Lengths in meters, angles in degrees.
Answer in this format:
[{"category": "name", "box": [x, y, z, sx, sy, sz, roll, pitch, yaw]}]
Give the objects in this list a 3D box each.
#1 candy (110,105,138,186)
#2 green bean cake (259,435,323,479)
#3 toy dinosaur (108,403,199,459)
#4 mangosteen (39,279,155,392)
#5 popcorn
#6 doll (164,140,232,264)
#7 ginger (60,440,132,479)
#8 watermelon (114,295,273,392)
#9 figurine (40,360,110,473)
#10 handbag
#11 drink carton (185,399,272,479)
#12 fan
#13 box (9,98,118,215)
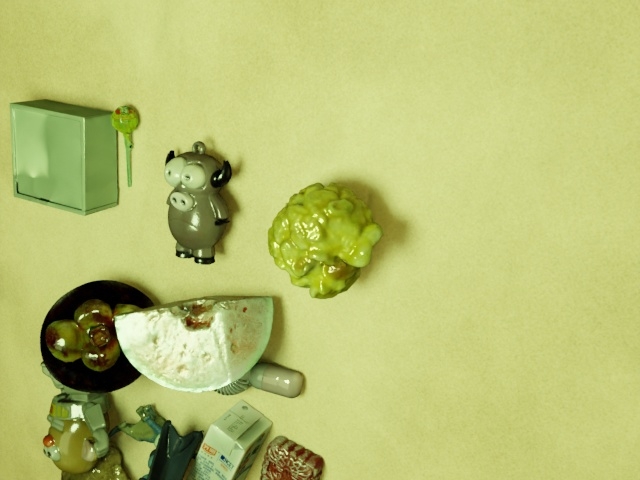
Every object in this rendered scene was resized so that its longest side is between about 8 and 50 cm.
[{"category": "candy", "box": [-0.440, -0.210, 1.668, 0.058, 0.062, 0.193, -4, 120, -16]}, {"category": "green bean cake", "box": [-0.069, 0.530, 1.682, 0.135, 0.056, 0.135, 23, 115, 22]}, {"category": "toy dinosaur", "box": [-0.416, 0.509, 1.864, 0.248, 0.075, 0.188, -26, 106, 30]}, {"category": "mangosteen", "box": [-0.495, 0.216, 1.667, 0.274, 0.275, 0.302, 60, 163, 0]}, {"category": "popcorn", "box": [0.010, 0.005, 1.406, 0.217, 0.181, 0.234, 25, 123, 18]}, {"category": "doll", "box": [-0.267, -0.082, 1.568, 0.182, 0.117, 0.257, 15, 114, 30]}, {"category": "ginger", "box": [-0.570, 0.635, 1.946, 0.270, 0.123, 0.218, 4, 90, 23]}, {"category": "watermelon", "box": [-0.259, 0.216, 1.582, 0.322, 0.175, 0.188, -2, 90, -1]}, {"category": "figurine", "box": [-0.618, 0.447, 1.865, 0.342, 0.167, 0.284, -167, 74, -72]}, {"category": "handbag", "box": [-0.391, 0.599, 1.715, 0.119, 0.269, 0.325, 21, 133, -4]}, {"category": "drink carton", "box": [-0.234, 0.534, 1.730, 0.107, 0.131, 0.314, 32, 118, 14]}, {"category": "fan", "box": [-0.154, 0.298, 1.653, 0.245, 0.074, 0.130, 13, 100, 19]}, {"category": "box", "box": [-0.589, -0.198, 1.707, 0.225, 0.117, 0.224, 14, 111, 24]}]
